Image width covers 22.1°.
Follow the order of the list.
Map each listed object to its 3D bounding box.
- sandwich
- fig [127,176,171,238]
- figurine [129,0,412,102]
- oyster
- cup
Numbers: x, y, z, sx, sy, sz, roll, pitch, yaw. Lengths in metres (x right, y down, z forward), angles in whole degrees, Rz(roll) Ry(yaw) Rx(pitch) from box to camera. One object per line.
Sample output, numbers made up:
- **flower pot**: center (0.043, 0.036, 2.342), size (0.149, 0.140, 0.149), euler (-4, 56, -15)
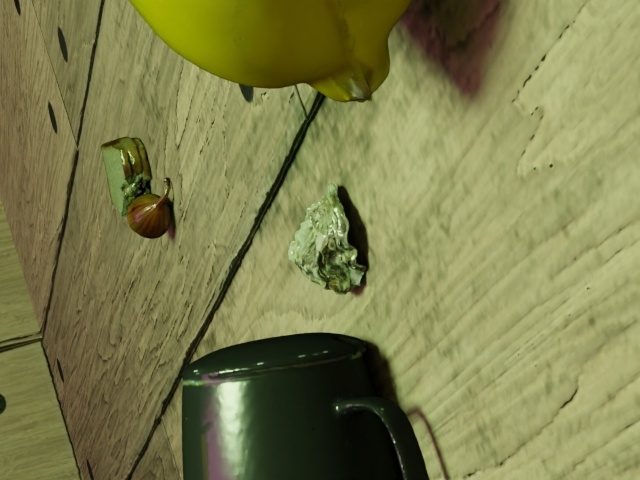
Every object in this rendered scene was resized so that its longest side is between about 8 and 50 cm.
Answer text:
- **sandwich**: center (-0.223, -0.076, 1.903), size (0.105, 0.036, 0.093), euler (172, 85, -72)
- **fig**: center (-0.183, -0.037, 1.807), size (0.083, 0.050, 0.050), euler (-54, 50, 44)
- **figurine**: center (-0.070, -0.230, 0.956), size (0.340, 0.231, 0.323), euler (54, 175, 34)
- **oyster**: center (0.000, -0.001, 1.253), size (0.098, 0.037, 0.100), euler (-124, 25, -46)
- **cup**: center (-0.006, 0.158, 1.240), size (0.223, 0.169, 0.176), euler (-11, 86, 45)
